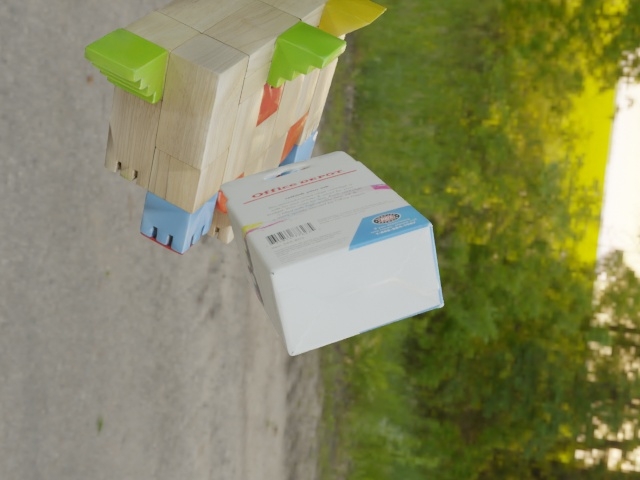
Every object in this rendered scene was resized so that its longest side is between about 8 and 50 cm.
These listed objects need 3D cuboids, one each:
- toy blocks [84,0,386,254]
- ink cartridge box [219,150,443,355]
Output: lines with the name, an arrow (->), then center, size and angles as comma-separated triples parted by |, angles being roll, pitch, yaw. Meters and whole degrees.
toy blocks -> -0.089, -0.122, 0.984 | 0.381, 0.190, 0.261 | -48, 161, -50
ink cartridge box -> 0.000, 0.000, 0.678 | 0.181, 0.104, 0.062 | -128, -156, -65
